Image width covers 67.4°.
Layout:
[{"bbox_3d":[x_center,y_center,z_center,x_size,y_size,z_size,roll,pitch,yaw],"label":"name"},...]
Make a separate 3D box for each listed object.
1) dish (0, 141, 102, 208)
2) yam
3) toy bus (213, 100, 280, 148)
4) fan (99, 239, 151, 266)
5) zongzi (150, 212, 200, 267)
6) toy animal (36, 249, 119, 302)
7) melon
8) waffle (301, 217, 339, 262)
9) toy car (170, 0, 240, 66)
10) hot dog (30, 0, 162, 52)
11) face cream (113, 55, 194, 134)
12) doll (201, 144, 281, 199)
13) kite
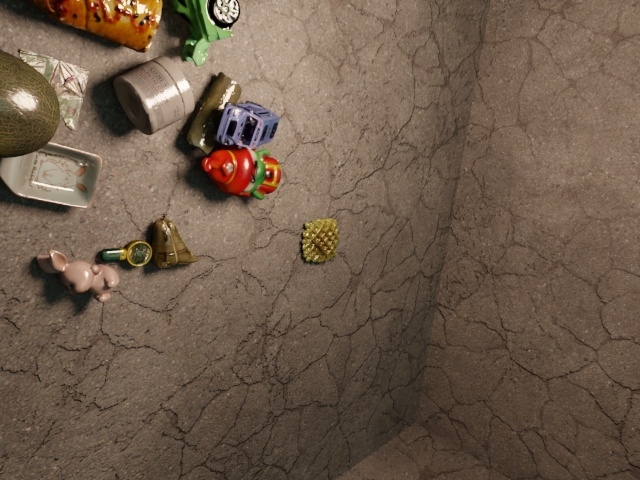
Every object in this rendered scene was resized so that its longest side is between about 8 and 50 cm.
[{"bbox_3d":[-0.713,-0.182,1.264,0.234,0.064,0.154,13,96,-50],"label":"dish"},{"bbox_3d":[-0.346,-0.406,1.550,0.106,0.106,0.259,36,78,-48],"label":"yam"},{"bbox_3d":[-0.233,-0.374,1.570,0.292,0.133,0.126,-56,169,-70],"label":"toy bus"},{"bbox_3d":[-0.605,0.039,1.490,0.155,0.039,0.082,-3,108,-46],"label":"fan"},{"bbox_3d":[-0.467,-0.008,1.587,0.177,0.081,0.189,-5,110,-46],"label":"zongzi"},{"bbox_3d":[-0.696,0.106,1.365,0.212,0.124,0.125,21,90,-43],"label":"toy animal"},{"bbox_3d":[-0.744,-0.305,1.050,0.301,0.237,0.238,8,99,-42],"label":"melon"},{"bbox_3d":[0.000,0.000,2.124,0.213,0.054,0.208,-11,116,-39],"label":"waffle"},{"bbox_3d":[-0.348,-0.702,1.356,0.176,0.213,0.359,-24,126,-16],"label":"toy car"},{"bbox_3d":[-0.552,-0.691,1.153,0.365,0.196,0.368,5,99,-45],"label":"hot dog"},{"bbox_3d":[-0.470,-0.407,1.355,0.153,0.177,0.178,-41,132,-29],"label":"face cream"},{"bbox_3d":[-0.277,-0.240,1.632,0.363,0.160,0.183,-2,105,-64],"label":"doll"},{"bbox_3d":[-0.705,-0.379,1.239,0.250,0.012,0.230,-41,131,-28],"label":"kite"}]
